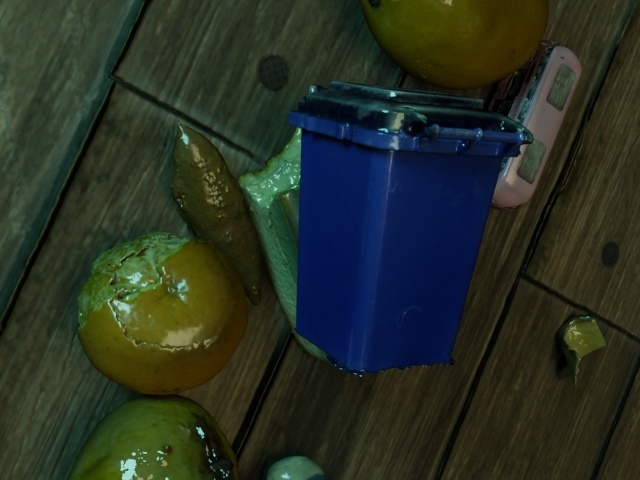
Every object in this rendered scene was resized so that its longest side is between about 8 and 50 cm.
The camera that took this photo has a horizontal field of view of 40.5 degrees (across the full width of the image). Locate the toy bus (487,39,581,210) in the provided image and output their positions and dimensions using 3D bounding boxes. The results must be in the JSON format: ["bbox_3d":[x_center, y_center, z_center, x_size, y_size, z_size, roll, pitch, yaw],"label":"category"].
[{"bbox_3d":[0.230,-0.133,1.003,0.063,0.090,0.203,26,83,-32],"label":"toy bus"}]

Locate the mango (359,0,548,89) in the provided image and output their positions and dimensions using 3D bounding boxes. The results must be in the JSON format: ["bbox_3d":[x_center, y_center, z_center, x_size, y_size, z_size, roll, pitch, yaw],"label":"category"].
[{"bbox_3d":[0.140,-0.245,0.902,0.254,0.139,0.176,27,90,-39],"label":"mango"}]

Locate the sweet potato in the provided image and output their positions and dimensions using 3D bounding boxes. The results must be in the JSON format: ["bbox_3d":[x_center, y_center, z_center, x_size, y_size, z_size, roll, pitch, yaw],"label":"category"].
[{"bbox_3d":[-0.099,-0.023,0.840,0.068,0.060,0.206,-20,115,12],"label":"sweet potato"}]

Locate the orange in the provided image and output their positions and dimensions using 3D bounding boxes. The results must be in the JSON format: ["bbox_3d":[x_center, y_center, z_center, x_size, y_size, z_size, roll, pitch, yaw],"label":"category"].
[{"bbox_3d":[-0.144,0.067,0.788,0.156,0.134,0.157,11,54,-15],"label":"orange"}]

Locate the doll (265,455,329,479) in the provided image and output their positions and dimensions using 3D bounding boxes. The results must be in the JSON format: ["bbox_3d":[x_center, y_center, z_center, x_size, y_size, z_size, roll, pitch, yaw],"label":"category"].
[{"bbox_3d":[-0.049,0.373,0.892,0.258,0.154,0.228,-37,119,-14],"label":"doll"}]

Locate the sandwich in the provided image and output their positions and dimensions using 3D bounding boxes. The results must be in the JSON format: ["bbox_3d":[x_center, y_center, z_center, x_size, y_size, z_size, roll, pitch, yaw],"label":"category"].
[{"bbox_3d":[0.000,0.000,0.873,0.186,0.108,0.220,31,84,-32],"label":"sandwich"}]

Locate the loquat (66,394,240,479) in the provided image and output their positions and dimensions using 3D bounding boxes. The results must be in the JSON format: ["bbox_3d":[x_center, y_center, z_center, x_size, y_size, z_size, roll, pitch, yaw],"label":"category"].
[{"bbox_3d":[-0.156,0.230,0.783,0.149,0.172,0.204,35,122,-13],"label":"loquat"}]

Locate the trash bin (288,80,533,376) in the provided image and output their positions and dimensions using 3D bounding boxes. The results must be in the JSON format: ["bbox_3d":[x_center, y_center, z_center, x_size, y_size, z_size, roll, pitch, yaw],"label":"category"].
[{"bbox_3d":[0.065,-0.011,0.746,0.162,0.184,0.235,0,104,-31],"label":"trash bin"}]

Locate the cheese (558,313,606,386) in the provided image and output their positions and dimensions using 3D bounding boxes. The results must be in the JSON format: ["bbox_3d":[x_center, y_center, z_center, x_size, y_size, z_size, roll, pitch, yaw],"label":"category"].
[{"bbox_3d":[0.338,0.145,1.146,0.084,0.041,0.060,-53,129,-31],"label":"cheese"}]
